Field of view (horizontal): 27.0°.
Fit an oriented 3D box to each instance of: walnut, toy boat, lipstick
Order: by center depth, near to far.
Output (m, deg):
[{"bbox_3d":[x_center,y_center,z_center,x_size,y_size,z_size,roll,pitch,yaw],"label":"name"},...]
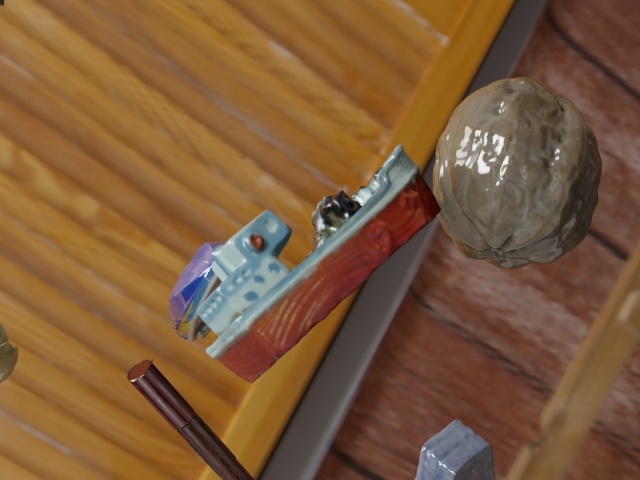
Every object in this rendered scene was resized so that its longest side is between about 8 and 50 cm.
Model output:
[{"bbox_3d":[-0.106,0.172,1.167,0.027,0.027,0.176,3,137,53],"label":"lipstick"},{"bbox_3d":[0.000,0.000,1.439,0.133,0.332,0.145,48,149,3],"label":"toy boat"},{"bbox_3d":[0.233,-0.080,1.585,0.224,0.224,0.224,26,161,9],"label":"walnut"},{"bbox_3d":[-0.153,0.065,1.837,0.088,0.129,0.295,30,166,-1],"label":"toy boat"},{"bbox_3d":[0.197,0.399,1.956,0.078,0.127,0.283,22,130,37],"label":"toy boat"}]

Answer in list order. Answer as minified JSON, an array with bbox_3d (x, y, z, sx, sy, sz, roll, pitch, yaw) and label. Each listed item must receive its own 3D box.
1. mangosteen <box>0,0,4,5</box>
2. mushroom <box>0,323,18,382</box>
[{"bbox_3d":[-0.391,-0.282,1.481,0.081,0.081,0.081,26,161,9],"label":"mangosteen"},{"bbox_3d":[-0.378,0.133,1.334,0.122,0.154,0.154,59,167,14],"label":"mushroom"}]
